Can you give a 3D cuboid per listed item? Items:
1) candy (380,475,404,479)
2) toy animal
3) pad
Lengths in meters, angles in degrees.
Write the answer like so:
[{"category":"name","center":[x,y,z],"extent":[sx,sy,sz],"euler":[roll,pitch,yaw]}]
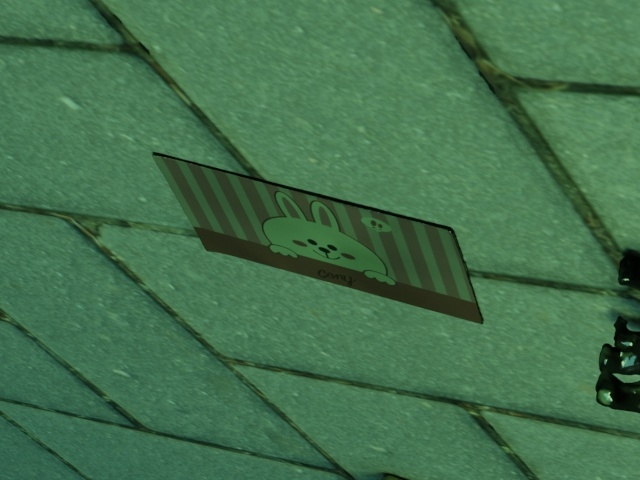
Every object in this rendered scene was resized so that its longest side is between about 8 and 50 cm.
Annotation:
[{"category":"candy","center":[0.188,0.424,2.428],"extent":[0.321,0.179,0.135],"euler":[14,156,21]},{"category":"toy animal","center":[0.295,0.084,1.616],"extent":[0.121,0.094,0.225],"euler":[9,147,6]},{"category":"pad","center":[0.000,0.001,1.834],"extent":[0.300,0.005,0.202],"euler":[15,158,20]}]
